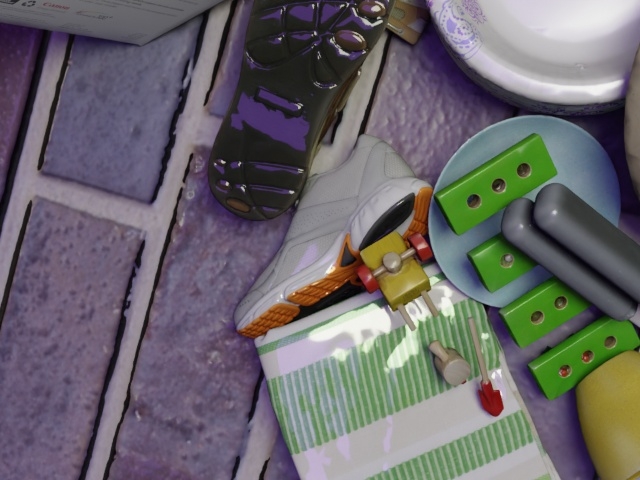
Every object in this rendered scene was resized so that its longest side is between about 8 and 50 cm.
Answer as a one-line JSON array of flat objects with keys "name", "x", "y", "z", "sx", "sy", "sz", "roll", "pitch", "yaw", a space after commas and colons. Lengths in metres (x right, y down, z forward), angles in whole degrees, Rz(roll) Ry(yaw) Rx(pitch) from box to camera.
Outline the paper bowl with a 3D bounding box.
[{"name": "paper bowl", "x": 0.237, "y": -0.258, "z": 0.727, "sx": 0.284, "sy": 0.148, "sz": 0.284, "roll": 0, "pitch": 92, "yaw": 11}]

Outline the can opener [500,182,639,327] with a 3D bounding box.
[{"name": "can opener", "x": 0.283, "y": 0.030, "z": 0.716, "sx": 0.280, "sy": 0.074, "sz": 0.093, "roll": 29, "pitch": 56, "yaw": -23}]

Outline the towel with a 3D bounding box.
[{"name": "towel", "x": 0.097, "y": 0.204, "z": 0.795, "sx": 0.248, "sy": 0.038, "sz": 0.324, "roll": -22, "pitch": 88, "yaw": -5}]

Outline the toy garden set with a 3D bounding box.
[{"name": "toy garden set", "x": 0.165, "y": 0.051, "z": 0.751, "sx": 0.204, "sy": 0.049, "sz": 0.244, "roll": -32, "pitch": 109, "yaw": -1}]

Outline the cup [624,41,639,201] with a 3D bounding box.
[{"name": "cup", "x": 0.438, "y": -0.094, "z": 0.570, "sx": 0.331, "sy": 0.237, "sz": 0.331, "roll": -6, "pitch": 112, "yaw": -17}]

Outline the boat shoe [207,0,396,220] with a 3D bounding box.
[{"name": "boat shoe", "x": -0.018, "y": -0.178, "z": 0.782, "sx": 0.123, "sy": 0.120, "sz": 0.324, "roll": 29, "pitch": 108, "yaw": -1}]

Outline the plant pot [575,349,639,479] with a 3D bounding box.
[{"name": "plant pot", "x": 0.300, "y": 0.161, "z": 0.744, "sx": 0.134, "sy": 0.134, "sz": 0.095, "roll": -37, "pitch": 62, "yaw": 10}]

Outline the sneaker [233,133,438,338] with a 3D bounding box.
[{"name": "sneaker", "x": 0.000, "y": 0.000, "z": 0.825, "sx": 0.262, "sy": 0.099, "sz": 0.121, "roll": -41, "pitch": 55, "yaw": 19}]

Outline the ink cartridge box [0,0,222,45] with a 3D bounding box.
[{"name": "ink cartridge box", "x": -0.183, "y": -0.300, "z": 0.703, "sx": 0.272, "sy": 0.309, "sz": 0.130, "roll": -18, "pitch": 88, "yaw": 28}]

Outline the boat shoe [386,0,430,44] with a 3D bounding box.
[{"name": "boat shoe", "x": 0.023, "y": -0.259, "z": 0.819, "sx": 0.190, "sy": 0.068, "sz": 0.072, "roll": 26, "pitch": 112, "yaw": 12}]

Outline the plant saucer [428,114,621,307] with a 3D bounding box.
[{"name": "plant saucer", "x": 0.197, "y": -0.029, "z": 0.776, "sx": 0.195, "sy": 0.037, "sz": 0.194, "roll": -2, "pitch": 106, "yaw": -7}]
